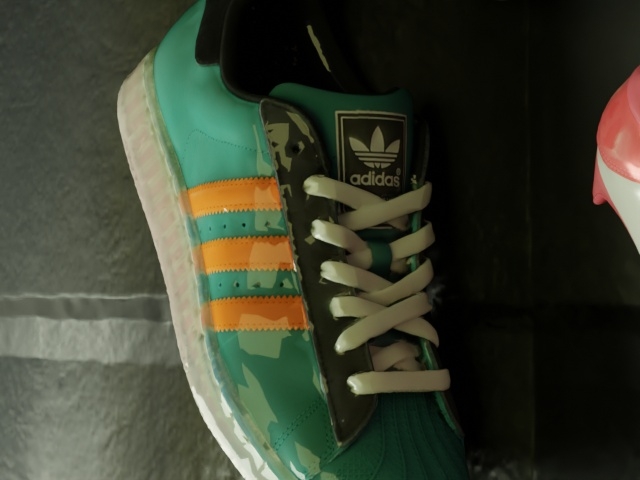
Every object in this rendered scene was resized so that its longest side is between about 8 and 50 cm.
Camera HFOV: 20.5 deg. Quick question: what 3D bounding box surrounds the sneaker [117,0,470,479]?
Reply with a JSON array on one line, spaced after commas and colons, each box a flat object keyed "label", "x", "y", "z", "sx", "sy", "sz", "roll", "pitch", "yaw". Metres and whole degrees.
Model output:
[{"label": "sneaker", "x": 0.000, "y": 0.000, "z": 0.782, "sx": 0.121, "sy": 0.108, "sz": 0.302, "roll": -48, "pitch": 54, "yaw": 36}]

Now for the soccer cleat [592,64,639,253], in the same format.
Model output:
[{"label": "soccer cleat", "x": 0.182, "y": 0.034, "z": 0.634, "sx": 0.248, "sy": 0.083, "sz": 0.095, "roll": 57, "pitch": 154, "yaw": 25}]
